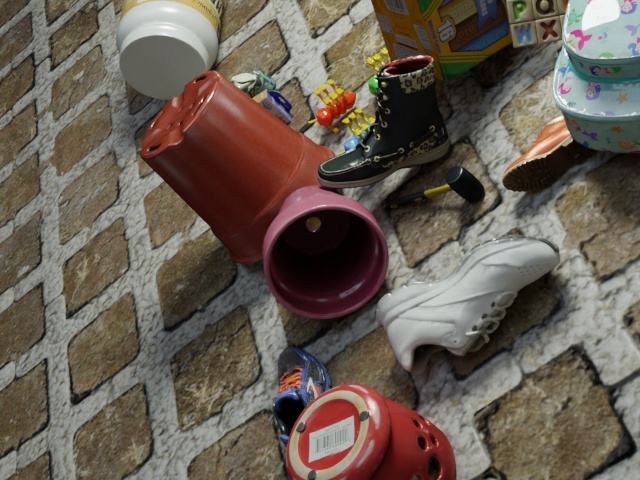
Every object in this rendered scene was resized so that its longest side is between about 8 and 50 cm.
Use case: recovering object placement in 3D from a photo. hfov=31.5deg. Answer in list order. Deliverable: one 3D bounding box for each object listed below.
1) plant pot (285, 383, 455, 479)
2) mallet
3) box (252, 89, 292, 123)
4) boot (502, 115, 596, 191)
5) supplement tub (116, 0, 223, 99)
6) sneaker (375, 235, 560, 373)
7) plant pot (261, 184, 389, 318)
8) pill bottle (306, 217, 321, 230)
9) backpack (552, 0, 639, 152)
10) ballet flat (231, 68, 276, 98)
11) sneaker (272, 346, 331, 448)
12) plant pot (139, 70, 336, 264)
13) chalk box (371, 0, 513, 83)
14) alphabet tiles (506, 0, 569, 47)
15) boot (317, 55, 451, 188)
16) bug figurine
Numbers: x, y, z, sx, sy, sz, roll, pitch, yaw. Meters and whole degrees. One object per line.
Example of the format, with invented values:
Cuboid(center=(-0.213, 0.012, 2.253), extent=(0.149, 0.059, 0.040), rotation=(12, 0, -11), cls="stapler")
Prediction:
Cuboid(center=(0.062, 0.297, 1.546), extent=(0.191, 0.174, 0.191), rotation=(-27, 40, 26), cls="plant pot")
Cuboid(center=(0.186, -0.072, 1.853), extent=(0.190, 0.062, 0.039), rotation=(-23, 42, 52), cls="mallet")
Cuboid(center=(-0.123, -0.245, 2.261), extent=(0.136, 0.081, 0.028), rotation=(-27, 42, 27), cls="box")
Cuboid(center=(0.343, -0.135, 1.731), extent=(0.158, 0.059, 0.084), rotation=(-30, 38, 11), cls="boot")
Cuboid(center=(-0.338, -0.495, 2.568), extent=(0.228, 0.228, 0.316), rotation=(-25, 44, 29), cls="supplement tub")
Cuboid(center=(0.222, 0.094, 1.636), extent=(0.297, 0.111, 0.129), rotation=(-33, 56, 26), cls="sneaker")
Cuboid(center=(0.000, 0.000, 1.857), extent=(0.201, 0.201, 0.180), rotation=(-40, 23, 12), cls="plant pot")
Cuboid(center=(-0.001, -0.053, 2.007), extent=(0.083, 0.043, 0.043), rotation=(-40, 38, 11), cls="pill bottle")
Cuboid(center=(0.446, -0.257, 1.622), extent=(0.225, 0.191, 0.253), rotation=(6, 67, 30), cls="backpack")
Cuboid(center=(-0.178, -0.321, 2.395), extent=(0.188, 0.070, 0.070), rotation=(-16, 49, 36), cls="ballet flat")
Cuboid(center=(-0.033, 0.245, 1.750), extent=(0.083, 0.087, 0.221), rotation=(-35, 40, 17), cls="sneaker")
Cuboid(center=(-0.159, -0.143, 2.019), extent=(0.272, 0.265, 0.272), rotation=(-37, 28, 24), cls="plant pot")
Cuboid(center=(0.253, -0.427, 1.933), extent=(0.289, 0.179, 0.180), rotation=(-31, 33, -15), cls="chalk box")
Cuboid(center=(0.411, -0.425, 1.807), extent=(0.237, 0.198, 0.009), rotation=(-8, 12, 14), cls="alphabet tiles")
Cuboid(center=(0.094, -0.194, 1.858), extent=(0.236, 0.178, 0.085), rotation=(-18, 35, -9), cls="boot")
Cuboid(center=(0.090, -0.243, 2.042), extent=(0.216, 0.072, 0.279), rotation=(-38, 27, 3), cls="bug figurine")
